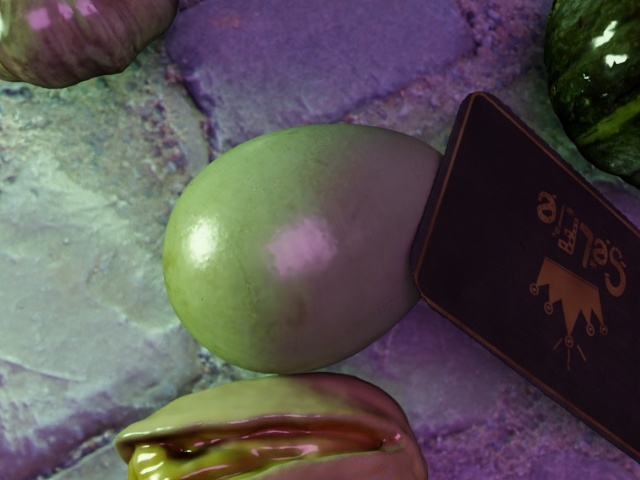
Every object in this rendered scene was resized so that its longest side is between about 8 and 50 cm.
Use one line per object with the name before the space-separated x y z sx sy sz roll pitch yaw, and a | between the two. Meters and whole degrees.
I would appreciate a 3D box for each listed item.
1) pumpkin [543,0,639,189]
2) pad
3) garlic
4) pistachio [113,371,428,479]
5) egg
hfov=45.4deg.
pumpkin | 0.372 -0.184 0.761 0.320 0.192 0.320 5 74 -19
pad | 0.268 0.007 0.729 0.375 0.063 0.315 36 56 -23
garlic | -0.247 -0.247 0.745 0.245 0.160 0.245 -3 68 8
pistachio | -0.036 0.217 0.696 0.299 0.187 0.188 2 84 -17
egg | 0.000 0.000 0.709 0.295 0.218 0.218 -22 87 -14
